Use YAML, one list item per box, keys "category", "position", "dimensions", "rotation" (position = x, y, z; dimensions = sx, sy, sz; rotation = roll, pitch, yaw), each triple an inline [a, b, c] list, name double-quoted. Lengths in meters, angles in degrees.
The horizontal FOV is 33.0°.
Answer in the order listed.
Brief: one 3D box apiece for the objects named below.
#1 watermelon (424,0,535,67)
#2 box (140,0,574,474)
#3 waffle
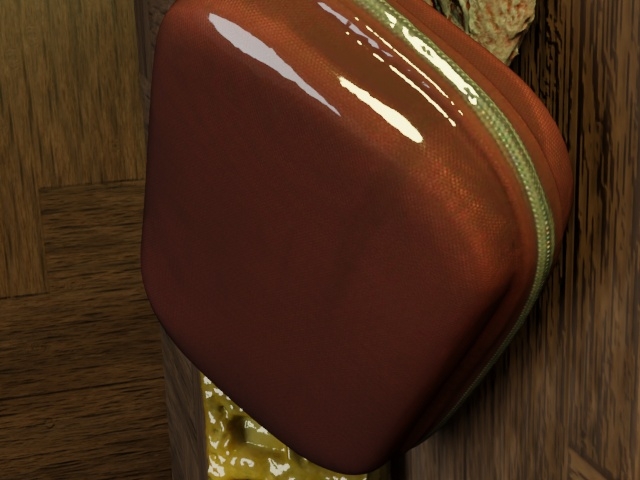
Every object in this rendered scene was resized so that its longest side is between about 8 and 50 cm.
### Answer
- category: "watermelon"
  position: [0.078, -0.154, 0.594]
  dimensions: [0.187, 0.071, 0.139]
  rotation: [-11, 93, 67]
- category: "box"
  position: [0.000, 0.000, 0.675]
  dimensions: [0.263, 0.108, 0.404]
  rotation: [41, 150, 12]
- category: "waffle"
  position: [-0.023, 0.131, 0.911]
  dimensions: [0.057, 0.168, 0.274]
  rotation: [-27, -63, -59]
